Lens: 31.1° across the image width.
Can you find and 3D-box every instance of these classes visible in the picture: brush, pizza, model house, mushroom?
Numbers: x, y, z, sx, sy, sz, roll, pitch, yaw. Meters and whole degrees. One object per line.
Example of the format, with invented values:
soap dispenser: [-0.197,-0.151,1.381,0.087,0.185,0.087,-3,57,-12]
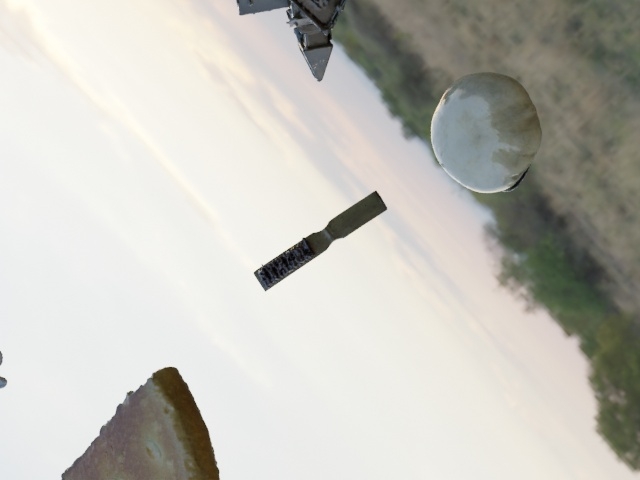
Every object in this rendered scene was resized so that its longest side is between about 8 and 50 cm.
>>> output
brush: [0.000,0.000,1.899,0.043,0.248,0.036,57,180,4]
pizza: [-0.193,0.277,1.255,0.081,0.229,0.289,-14,-81,-57]
model house: [-0.035,-0.347,1.711,0.181,0.176,0.248,-115,15,-60]
mushroom: [0.214,-0.137,1.445,0.122,0.154,0.154,-12,-130,-37]

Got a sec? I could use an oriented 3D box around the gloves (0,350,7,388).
gloves: [-0.543,0.145,1.635,0.131,0.140,0.218,-15,-101,-40]
